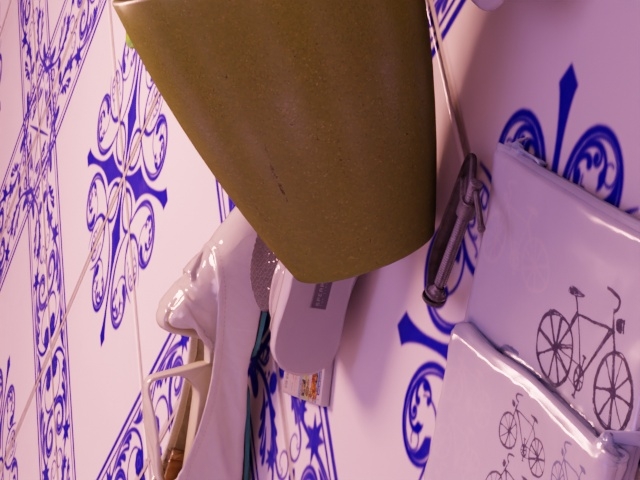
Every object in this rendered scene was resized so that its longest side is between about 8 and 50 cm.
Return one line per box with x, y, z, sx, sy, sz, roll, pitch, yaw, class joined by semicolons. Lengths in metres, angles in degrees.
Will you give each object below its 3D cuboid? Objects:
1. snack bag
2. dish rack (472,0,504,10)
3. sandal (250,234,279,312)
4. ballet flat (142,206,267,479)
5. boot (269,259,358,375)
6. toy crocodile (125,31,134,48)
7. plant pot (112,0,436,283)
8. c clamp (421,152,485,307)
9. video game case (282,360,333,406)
0.170;0.114;1.426;0.323;0.037;0.343;-138;56;-66;snack bag
0.159;-0.363;1.539;0.333;0.072;0.286;-123;42;-59;dish rack
-0.024;-0.040;1.987;0.097;0.054;0.255;-36;42;55;sandal
-0.135;0.137;2.105;0.139;0.139;0.400;-168;85;-70;ballet flat
0.000;0.000;1.838;0.123;0.095;0.258;-111;39;-63;boot
-0.174;-0.286;2.349;0.340;0.115;0.105;-150;68;-68;toy crocodile
-0.008;-0.120;1.634;0.275;0.274;0.294;20;130;69;plant pot
0.113;-0.004;1.585;0.137;0.022;0.161;-84;8;-46;c clamp
-0.012;0.127;1.947;0.122;0.011;0.087;-173;89;-70;video game case
